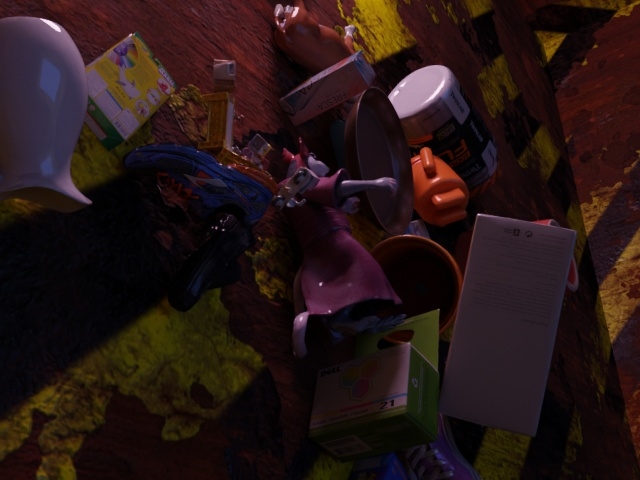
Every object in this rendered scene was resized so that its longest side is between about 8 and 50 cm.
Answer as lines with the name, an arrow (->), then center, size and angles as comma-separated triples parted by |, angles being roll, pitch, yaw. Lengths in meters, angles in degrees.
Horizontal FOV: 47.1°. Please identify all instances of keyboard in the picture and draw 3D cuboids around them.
keyboard -> 0.285, 0.315, 1.610 | 0.317, 0.033, 0.202 | 23, 47, -49

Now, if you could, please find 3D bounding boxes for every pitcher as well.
pitcher -> -0.347, -0.139, 0.816 | 0.177, 0.125, 0.207 | 0, 83, -42

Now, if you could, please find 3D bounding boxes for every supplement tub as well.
supplement tub -> 0.315, -0.263, 1.839 | 0.316, 0.193, 0.194 | 47, 38, -32

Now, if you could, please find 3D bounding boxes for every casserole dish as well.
casserole dish -> 0.075, -0.176, 1.564 | 0.114, 0.037, 0.189 | 8, 65, -56

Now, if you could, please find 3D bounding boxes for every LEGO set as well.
LEGO set -> -0.117, -0.151, 1.187 | 0.287, 0.132, 0.107 | 56, 8, 23

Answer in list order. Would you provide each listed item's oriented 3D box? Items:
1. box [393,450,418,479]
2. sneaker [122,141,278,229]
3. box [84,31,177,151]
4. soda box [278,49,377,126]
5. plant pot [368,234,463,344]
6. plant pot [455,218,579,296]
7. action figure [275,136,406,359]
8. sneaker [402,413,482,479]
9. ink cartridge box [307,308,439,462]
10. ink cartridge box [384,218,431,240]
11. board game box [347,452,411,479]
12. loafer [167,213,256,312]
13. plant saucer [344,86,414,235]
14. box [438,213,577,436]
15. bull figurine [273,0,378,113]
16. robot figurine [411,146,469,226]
box -> 0.173, 0.407, 1.372 | 0.186, 0.038, 0.145 | 41, 40, -39
sneaker -> -0.169, -0.077, 1.028 | 0.221, 0.083, 0.087 | 16, 78, -17
box -> -0.276, -0.216, 1.032 | 0.105, 0.043, 0.179 | 55, 36, -22
soda box -> 0.013, -0.286, 1.386 | 0.063, 0.183, 0.058 | 55, 34, -19
plant pot -> 0.187, 0.096, 1.444 | 0.188, 0.205, 0.205 | 8, 65, -72
plant pot -> 0.519, 0.072, 1.912 | 0.275, 0.243, 0.275 | 33, 46, -43
action figure -> 0.000, 0.000, 1.265 | 0.370, 0.275, 0.248 | 63, -14, 16
sneaker -> 0.169, 0.361, 1.228 | 0.161, 0.102, 0.282 | 35, 20, -40
ink cartridge box -> 0.094, 0.217, 1.216 | 0.097, 0.188, 0.255 | 45, 37, -32
ink cartridge box -> 0.201, 0.007, 1.637 | 0.122, 0.052, 0.089 | -21, 90, -60
board game box -> 0.136, 0.557, 1.186 | 0.347, 0.078, 0.233 | 60, 32, -16
loafer -> -0.146, 0.034, 1.053 | 0.078, 0.076, 0.223 | 50, 31, -15
plant saucer -> 0.120, -0.159, 1.520 | 0.310, 0.050, 0.311 | 34, 51, -57
box -> 0.331, 0.146, 1.305 | 0.215, 0.168, 0.346 | 22, 79, -74
bull figurine -> 0.012, -0.394, 1.534 | 0.310, 0.101, 0.189 | 32, 43, -48
robot figurine -> 0.259, -0.121, 1.689 | 0.158, 0.128, 0.219 | 32, 16, -32
